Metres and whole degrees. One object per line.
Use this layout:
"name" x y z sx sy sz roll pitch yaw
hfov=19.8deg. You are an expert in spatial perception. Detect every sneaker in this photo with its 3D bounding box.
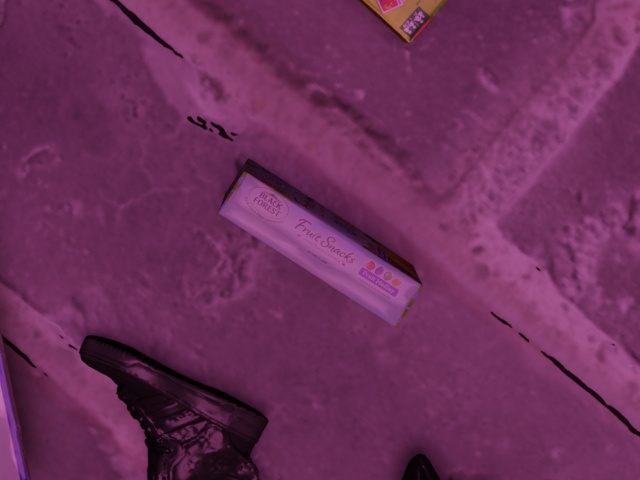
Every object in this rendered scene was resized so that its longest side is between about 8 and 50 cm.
"sneaker" -0.104 0.139 1.282 0.170 0.051 0.089 26 91 -8

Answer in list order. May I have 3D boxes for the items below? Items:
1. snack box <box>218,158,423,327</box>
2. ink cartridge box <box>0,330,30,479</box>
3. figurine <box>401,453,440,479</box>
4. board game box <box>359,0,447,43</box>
"snack box" 0.000 0.000 1.244 0.141 0.100 0.037 33 95 -4
"ink cartridge box" -0.374 0.050 1.260 0.307 0.072 0.303 -10 96 -3
"figurine" 0.117 0.282 1.271 0.215 0.092 0.209 24 80 -6
"board game box" 0.086 -0.232 1.249 0.092 0.043 0.181 42 94 -6
